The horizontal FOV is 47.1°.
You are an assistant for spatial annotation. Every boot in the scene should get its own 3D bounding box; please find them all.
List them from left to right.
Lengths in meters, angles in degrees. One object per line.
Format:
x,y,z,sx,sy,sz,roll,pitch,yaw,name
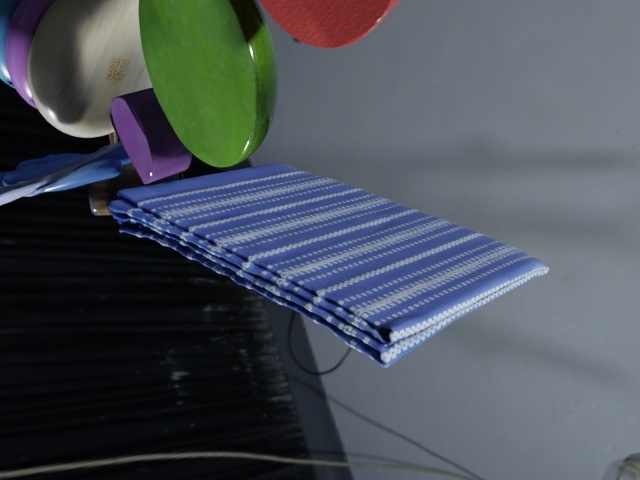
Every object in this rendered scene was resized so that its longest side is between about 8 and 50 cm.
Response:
-0.219,-0.107,0.943,0.219,0.106,0.082,-90,1,-47,boot

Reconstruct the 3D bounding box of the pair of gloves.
-0.218,-0.065,0.633,0.198,0.159,0.023,24,133,65,pair of gloves

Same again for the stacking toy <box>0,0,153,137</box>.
-0.300,-0.223,0.670,0.330,0.141,0.141,31,109,21,stacking toy

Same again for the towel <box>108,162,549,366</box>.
0.000,0.000,0.665,0.336,0.243,0.040,24,118,36,towel

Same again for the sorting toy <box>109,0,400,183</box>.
-0.018,-0.129,0.432,0.365,0.126,0.127,-28,87,58,sorting toy
